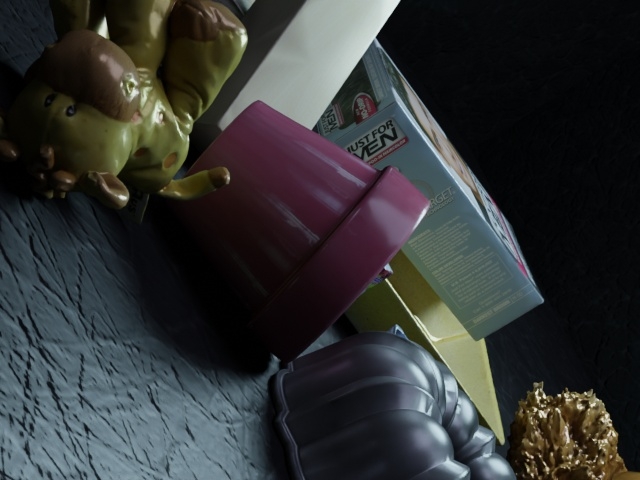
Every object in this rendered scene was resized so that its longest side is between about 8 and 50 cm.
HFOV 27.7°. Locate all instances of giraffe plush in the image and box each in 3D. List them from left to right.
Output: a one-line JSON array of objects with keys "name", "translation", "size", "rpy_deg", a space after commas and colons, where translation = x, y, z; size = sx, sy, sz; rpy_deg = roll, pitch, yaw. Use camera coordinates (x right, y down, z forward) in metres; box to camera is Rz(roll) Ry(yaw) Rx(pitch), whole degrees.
[{"name": "giraffe plush", "translation": [-0.167, -0.099, 0.954], "size": [0.170, 0.181, 0.210], "rpy_deg": [-29, 122, -67]}]

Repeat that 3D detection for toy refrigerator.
[{"name": "toy refrigerator", "translation": [-0.036, -0.197, 1.380], "size": [0.094, 0.270, 0.102], "rpy_deg": [12, -27, 47]}]

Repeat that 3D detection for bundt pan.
[{"name": "bundt pan", "translation": [0.097, 0.223, 1.188], "size": [0.331, 0.124, 0.331], "rpy_deg": [54, 14, -20]}]

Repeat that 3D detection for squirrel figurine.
[{"name": "squirrel figurine", "translation": [0.343, 0.377, 1.585], "size": [0.397, 0.281, 0.370], "rpy_deg": [48, 18, 28]}]

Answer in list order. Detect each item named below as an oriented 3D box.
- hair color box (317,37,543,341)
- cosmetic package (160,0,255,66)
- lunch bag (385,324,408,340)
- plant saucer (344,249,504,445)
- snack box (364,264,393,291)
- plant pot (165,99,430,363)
[{"name": "hair color box", "translation": [0.135, -0.064, 1.675], "size": [0.374, 0.113, 0.185], "rpy_deg": [49, 15, -32]}, {"name": "cosmetic package", "translation": [-0.161, -0.314, 1.523], "size": [0.160, 0.113, 0.309], "rpy_deg": [51, 13, -27]}, {"name": "lunch bag", "translation": [0.066, 0.138, 1.391], "size": [0.053, 0.071, 0.083], "rpy_deg": [42, 22, -39]}, {"name": "plant saucer", "translation": [0.100, 0.079, 1.642], "size": [0.333, 0.081, 0.333], "rpy_deg": [54, 13, -15]}, {"name": "snack box", "translation": [0.000, 0.000, 1.400], "size": [0.141, 0.100, 0.037], "rpy_deg": [61, 12, 17]}, {"name": "plant pot", "translation": [-0.032, -0.020, 1.171], "size": [0.180, 0.201, 0.201], "rpy_deg": [41, 14, -2]}]
